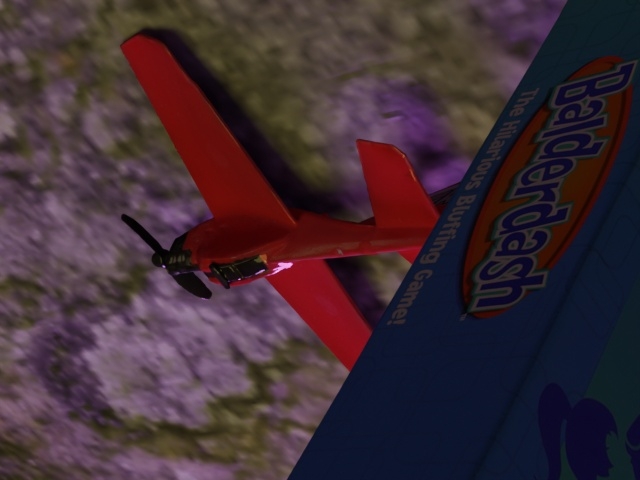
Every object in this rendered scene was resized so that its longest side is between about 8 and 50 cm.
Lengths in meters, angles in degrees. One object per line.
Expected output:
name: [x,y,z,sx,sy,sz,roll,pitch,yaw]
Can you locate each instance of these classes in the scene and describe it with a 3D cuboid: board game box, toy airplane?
board game box: [0.079,0.047,0.403,0.047,0.210,0.160,-7,129,40]
toy airplane: [0.000,0.000,0.560,0.151,0.028,0.151,21,141,18]
